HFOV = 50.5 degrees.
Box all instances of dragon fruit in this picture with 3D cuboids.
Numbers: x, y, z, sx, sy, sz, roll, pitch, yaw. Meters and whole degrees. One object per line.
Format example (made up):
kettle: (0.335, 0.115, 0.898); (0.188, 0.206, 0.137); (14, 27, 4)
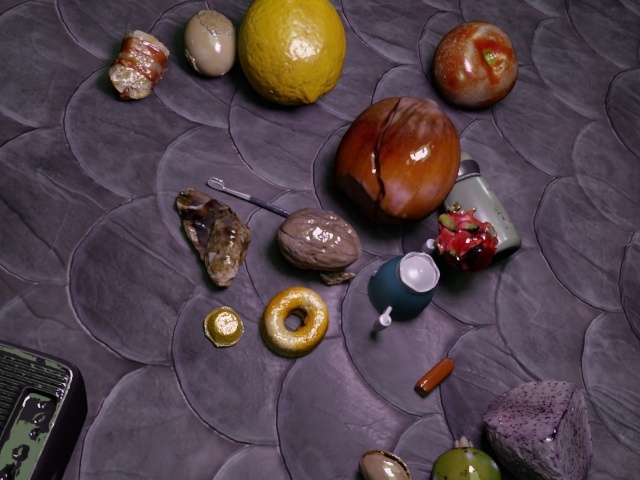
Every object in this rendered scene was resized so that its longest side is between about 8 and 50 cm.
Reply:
dragon fruit: (0.376, -0.010, 1.785); (0.160, 0.166, 0.172); (-23, 52, -26)
dragon fruit: (0.542, 0.501, 1.696); (0.283, 0.204, 0.221); (-36, 108, -49)

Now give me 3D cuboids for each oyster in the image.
oyster: (-0.284, -0.029, 1.755); (0.166, 0.094, 0.294); (-38, 74, -19)
oyster: (0.047, 0.101, 1.800); (0.083, 0.080, 0.038); (4, 86, 23)

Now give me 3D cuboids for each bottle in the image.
bottle: (0.433, -0.100, 1.951); (0.168, 0.168, 0.347); (-13, 68, -21)

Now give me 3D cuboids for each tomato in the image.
tomato: (0.477, -0.543, 2.134); (0.270, 0.222, 0.270); (2, 85, -23)

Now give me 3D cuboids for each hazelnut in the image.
hazelnut: (0.212, -0.213, 1.843); (0.315, 0.372, 0.372); (9, 57, -55)

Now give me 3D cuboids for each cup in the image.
cup: (0.231, 0.112, 1.787); (0.167, 0.173, 0.300); (35, 61, 0)

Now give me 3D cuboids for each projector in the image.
projector: (-0.618, 0.419, 1.267); (0.242, 0.405, 0.395); (20, 62, -7)

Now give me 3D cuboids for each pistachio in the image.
pistachio: (0.156, 0.560, 1.606); (0.149, 0.113, 0.113); (38, 61, 20)

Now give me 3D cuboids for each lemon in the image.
lemon: (-0.081, -0.550, 1.924); (0.336, 0.336, 0.336); (6, 65, -13)

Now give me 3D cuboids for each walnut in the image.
walnut: (-0.001, 0.002, 1.772); (0.230, 0.178, 0.178); (17, 62, -2)

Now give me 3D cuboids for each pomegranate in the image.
pomegranate: (0.345, 0.562, 1.631); (0.180, 0.180, 0.210); (17, 35, -8)

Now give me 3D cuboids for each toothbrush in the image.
toothbrush: (-0.173, -0.107, 1.856); (0.288, 0.024, 0.026); (23, 48, -4)

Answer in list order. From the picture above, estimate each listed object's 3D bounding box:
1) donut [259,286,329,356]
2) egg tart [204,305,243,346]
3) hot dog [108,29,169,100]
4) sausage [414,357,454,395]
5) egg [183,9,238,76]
donut: (-0.061, 0.198, 1.718); (0.190, 0.074, 0.174); (-35, 80, -26)
egg tart: (-0.237, 0.211, 1.682); (0.105, 0.039, 0.105); (7, 64, -15)
hot dog: (-0.510, -0.484, 1.892); (0.146, 0.103, 0.213); (33, 69, -24)
sausage: (0.301, 0.352, 1.772); (0.131, 0.039, 0.041); (-36, 78, -26)
egg: (-0.313, -0.566, 1.947); (0.164, 0.164, 0.201); (-7, 73, -19)
